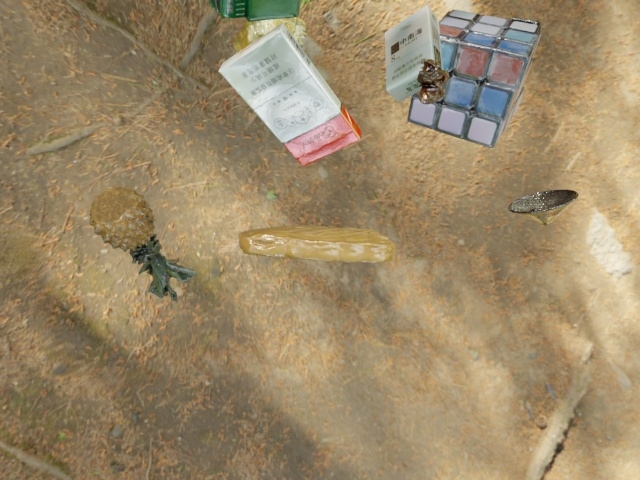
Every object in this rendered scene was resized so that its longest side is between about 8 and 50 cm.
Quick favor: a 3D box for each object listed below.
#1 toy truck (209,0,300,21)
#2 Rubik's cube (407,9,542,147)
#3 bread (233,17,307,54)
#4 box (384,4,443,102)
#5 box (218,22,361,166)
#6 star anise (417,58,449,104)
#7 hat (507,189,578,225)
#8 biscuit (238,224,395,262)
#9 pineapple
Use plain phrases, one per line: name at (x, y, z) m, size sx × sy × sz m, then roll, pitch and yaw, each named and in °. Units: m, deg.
toy truck at (-0.117, -0.430, 0.843) m, size 0.147 × 0.079 × 0.065 m, roll -16°, pitch 145°, yaw -24°
Rubik's cube at (0.561, -0.595, 1.758) m, size 0.362 × 0.363 × 0.358 m, roll 22°, pitch 137°, yaw 16°
bread at (-0.152, -0.575, 1.412) m, size 0.174 × 0.245 × 0.121 m, roll 13°, pitch 79°, yaw -24°
box at (0.263, -0.532, 1.373) m, size 0.067 × 0.155 × 0.242 m, roll 30°, pitch 53°, yaw -41°
box at (-0.047, -0.243, 0.853) m, size 0.139 × 0.035 × 0.245 m, roll -22°, pitch 133°, yaw 29°
star anise at (0.244, -0.348, 1.055) m, size 0.070 × 0.191 × 0.097 m, roll 3°, pitch 113°, yaw 24°
hat at (0.659, -0.083, 1.419) m, size 0.193 × 0.193 × 0.082 m, roll -22°, pitch 104°, yaw -9°
biscuit at (0.000, 0.000, 1.068) m, size 0.352 × 0.312 × 0.057 m, roll 5°, pitch 97°, yaw 19°
pineapple at (-0.355, 0.015, 0.991) m, size 0.130 × 0.119 × 0.277 m, roll -2°, pitch 144°, yaw 8°
